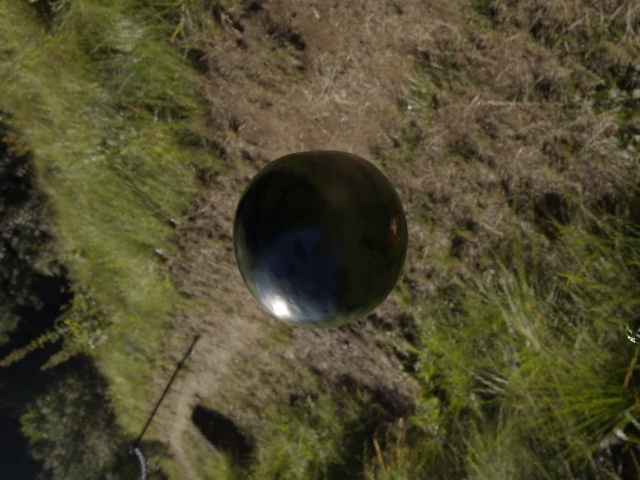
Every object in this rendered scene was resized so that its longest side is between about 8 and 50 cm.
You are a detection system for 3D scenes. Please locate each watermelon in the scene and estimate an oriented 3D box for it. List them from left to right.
[{"bbox_3d":[0.000,0.000,0.791,0.212,0.212,0.212,20,152,11],"label":"watermelon"}]

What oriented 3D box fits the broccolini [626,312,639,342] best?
[{"bbox_3d":[0.394,0.074,0.594,0.079,0.074,0.392,45,164,6],"label":"broccolini"}]
